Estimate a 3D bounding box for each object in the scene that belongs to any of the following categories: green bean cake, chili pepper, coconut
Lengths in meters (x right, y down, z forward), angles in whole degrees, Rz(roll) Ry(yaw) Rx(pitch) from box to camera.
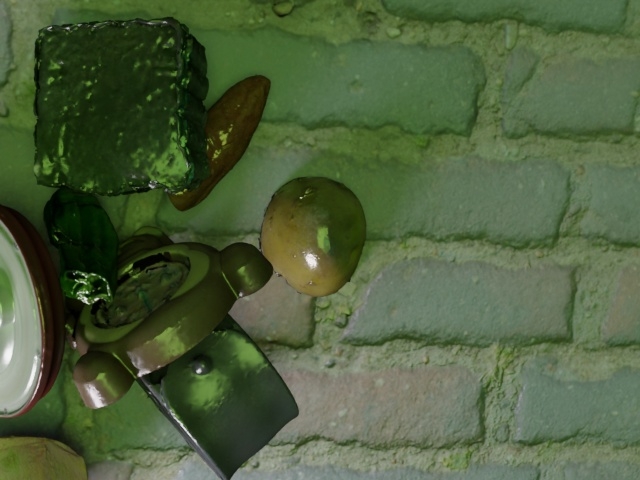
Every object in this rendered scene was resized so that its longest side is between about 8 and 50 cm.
[{"bbox_3d":[-0.288,-0.188,1.227,0.241,0.132,0.255,-3,88,6],"label":"green bean cake"},{"bbox_3d":[-0.347,0.007,1.232,0.099,0.253,0.084,10,116,-30],"label":"chili pepper"},{"bbox_3d":[-0.466,0.409,1.273,0.233,0.245,0.233,-17,143,-14],"label":"coconut"}]

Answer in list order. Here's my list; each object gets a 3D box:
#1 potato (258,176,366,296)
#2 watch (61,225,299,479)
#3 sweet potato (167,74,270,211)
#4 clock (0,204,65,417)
[{"bbox_3d":[0.000,0.000,1.361,0.182,0.117,0.202,10,96,-15],"label":"potato"},{"bbox_3d":[-0.197,0.180,1.268,0.314,0.335,0.327,-39,123,-18],"label":"watch"},{"bbox_3d":[-0.165,-0.160,1.315,0.097,0.097,0.252,36,87,-14],"label":"sweet potato"},{"bbox_3d":[-0.476,0.098,1.197,0.080,0.318,0.319,-10,103,-47],"label":"clock"}]
